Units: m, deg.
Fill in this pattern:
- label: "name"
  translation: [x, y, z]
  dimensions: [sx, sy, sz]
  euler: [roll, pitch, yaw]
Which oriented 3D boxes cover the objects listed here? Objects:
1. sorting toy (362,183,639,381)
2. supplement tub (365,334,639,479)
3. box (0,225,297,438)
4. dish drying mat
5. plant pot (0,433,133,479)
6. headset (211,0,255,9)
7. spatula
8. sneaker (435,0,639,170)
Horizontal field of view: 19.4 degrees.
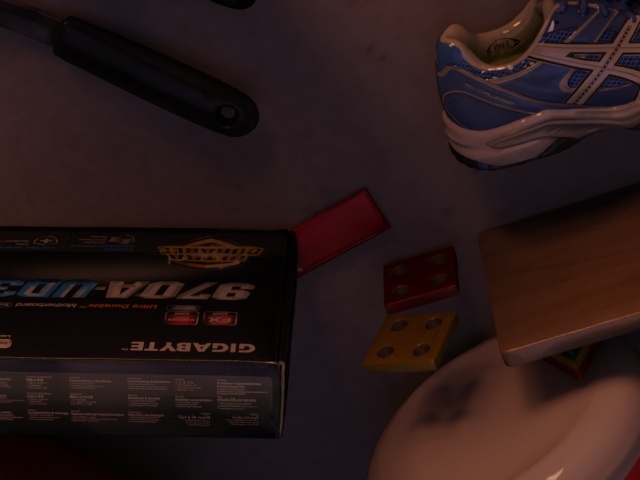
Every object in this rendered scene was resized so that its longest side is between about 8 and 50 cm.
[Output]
- label: "sorting toy"
  translation: [0.159, 0.030, 1.103]
  dimensions: [0.274, 0.132, 0.046]
  euler: [-17, 120, 8]
- label: "supplement tub"
  translation: [0.168, 0.203, 1.165]
  dimensions: [0.191, 0.191, 0.272]
  euler: [-28, 116, 13]
- label: "box"
  translation: [-0.125, 0.048, 1.077]
  dimensions: [0.220, 0.175, 0.051]
  euler: [1, 114, 1]
- label: "dish drying mat"
  translation: [0.000, 0.000, 1.153]
  dimensions: [0.083, 0.008, 0.032]
  euler: [-28, 115, 14]
- label: "plant pot"
  translation: [-0.206, 0.226, 1.139]
  dimensions: [0.243, 0.275, 0.275]
  euler: [21, 116, -20]
- label: "headset"
  translation: [-0.158, -0.270, 0.889]
  dimensions: [0.394, 0.243, 0.185]
  euler: [38, 102, 7]
- label: "spatula"
  translation: [-0.171, -0.124, 1.068]
  dimensions: [0.296, 0.030, 0.084]
  euler: [21, 115, -12]
- label: "sneaker"
  translation: [0.164, -0.108, 1.058]
  dimensions: [0.211, 0.080, 0.081]
  euler: [-20, 121, 8]
